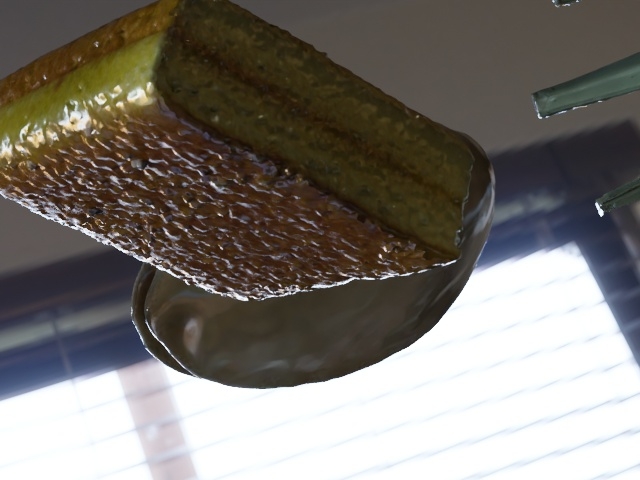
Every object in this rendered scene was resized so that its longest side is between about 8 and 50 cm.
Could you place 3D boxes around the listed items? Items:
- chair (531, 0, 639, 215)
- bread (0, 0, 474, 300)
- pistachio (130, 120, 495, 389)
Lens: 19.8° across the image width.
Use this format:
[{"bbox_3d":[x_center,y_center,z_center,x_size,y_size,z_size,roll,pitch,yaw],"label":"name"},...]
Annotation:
[{"bbox_3d":[0.283,-0.177,1.335,0.275,0.190,0.203,-18,-60,-4],"label":"chair"},{"bbox_3d":[-0.025,-0.019,0.437,0.090,0.035,0.094,26,-22,-30],"label":"bread"},{"bbox_3d":[0.000,0.000,1.025,0.223,0.152,0.126,-25,11,-15],"label":"pistachio"}]
